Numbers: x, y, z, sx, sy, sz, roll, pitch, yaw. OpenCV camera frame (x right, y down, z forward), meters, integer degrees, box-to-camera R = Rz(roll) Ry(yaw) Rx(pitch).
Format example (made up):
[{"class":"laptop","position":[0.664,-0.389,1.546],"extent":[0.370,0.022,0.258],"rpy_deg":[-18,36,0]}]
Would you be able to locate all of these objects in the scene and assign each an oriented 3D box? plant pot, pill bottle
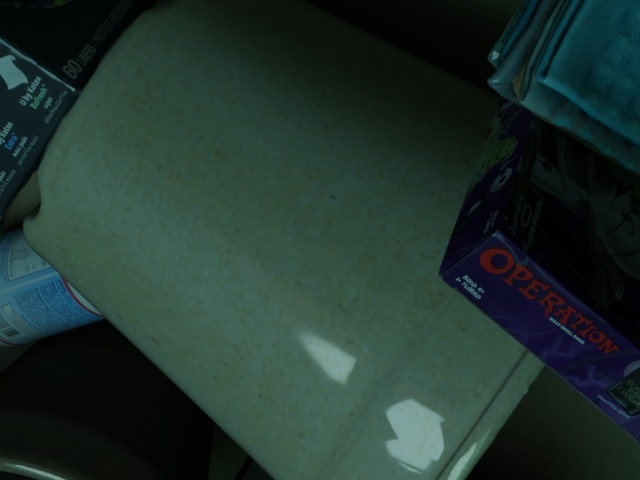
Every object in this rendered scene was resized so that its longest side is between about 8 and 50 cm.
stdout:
[{"class":"plant pot","position":[-0.184,0.182,1.281],"extent":[0.263,0.229,0.263],"rpy_deg":[9,129,11]},{"class":"plant pot","position":[0.000,0.000,1.030],"extent":[0.305,0.334,0.334],"rpy_deg":[35,133,7]},{"class":"pill bottle","position":[-0.186,0.022,1.249],"extent":[0.160,0.087,0.087],"rpy_deg":[-17,120,32]}]

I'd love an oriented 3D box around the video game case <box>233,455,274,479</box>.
[{"class":"video game case","position":[0.055,0.219,1.215],"extent":[0.248,0.275,0.035],"rpy_deg":[23,96,3]}]

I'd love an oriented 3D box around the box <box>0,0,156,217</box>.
[{"class":"box","position":[-0.256,-0.173,1.062],"extent":[0.270,0.165,0.143],"rpy_deg":[35,133,-8]}]

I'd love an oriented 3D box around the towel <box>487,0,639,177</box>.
[{"class":"towel","position":[0.291,-0.109,0.813],"extent":[0.370,0.040,0.271],"rpy_deg":[27,99,-27]}]

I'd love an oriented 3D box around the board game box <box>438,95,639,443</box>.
[{"class":"board game box","position":[0.187,-0.034,0.876],"extent":[0.208,0.347,0.056],"rpy_deg":[42,129,-15]}]
